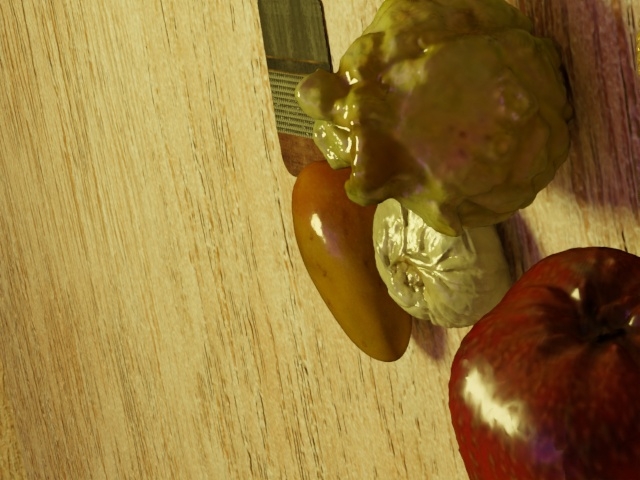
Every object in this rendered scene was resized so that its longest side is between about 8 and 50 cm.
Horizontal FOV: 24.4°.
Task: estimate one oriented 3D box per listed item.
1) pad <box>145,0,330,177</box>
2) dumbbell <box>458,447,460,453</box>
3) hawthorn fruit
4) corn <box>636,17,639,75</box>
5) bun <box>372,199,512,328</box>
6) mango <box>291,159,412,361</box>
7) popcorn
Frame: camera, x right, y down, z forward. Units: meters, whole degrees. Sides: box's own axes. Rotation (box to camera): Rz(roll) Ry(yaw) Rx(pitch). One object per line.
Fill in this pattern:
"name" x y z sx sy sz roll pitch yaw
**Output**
"pad" -0.087 -0.198 1.901 0.323 0.055 0.250 5 111 42
"dumbbell" 0.189 0.263 1.682 0.083 0.036 0.040 66 154 12
"hawthorn fruit" 0.254 0.163 1.276 0.275 0.275 0.300 10 123 59
"corn" 0.328 -0.061 1.185 0.101 0.101 0.292 -31 75 62
"bun" 0.123 0.013 1.581 0.188 0.111 0.164 63 148 24
"mango" 0.042 0.023 1.731 0.138 0.113 0.253 -29 82 62
"popcorn" 0.108 -0.123 1.403 0.212 0.259 0.259 -25 -82 -86
